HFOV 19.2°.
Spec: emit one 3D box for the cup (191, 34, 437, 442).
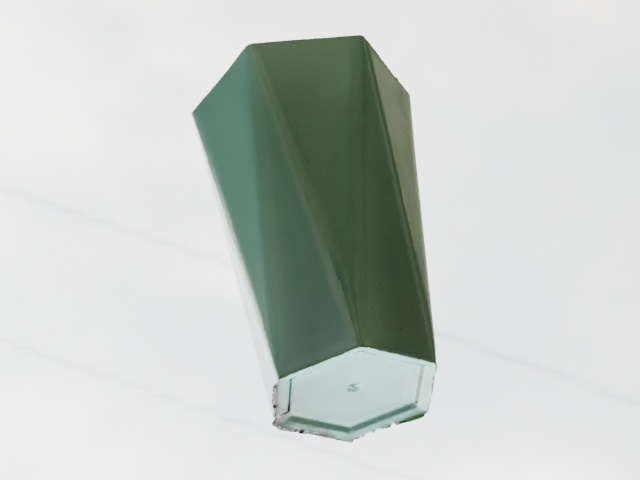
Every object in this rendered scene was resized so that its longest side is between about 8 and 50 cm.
[{"bbox_3d":[0.000,0.000,1.199,0.148,0.134,0.236,-5,-127,-4],"label":"cup"}]
